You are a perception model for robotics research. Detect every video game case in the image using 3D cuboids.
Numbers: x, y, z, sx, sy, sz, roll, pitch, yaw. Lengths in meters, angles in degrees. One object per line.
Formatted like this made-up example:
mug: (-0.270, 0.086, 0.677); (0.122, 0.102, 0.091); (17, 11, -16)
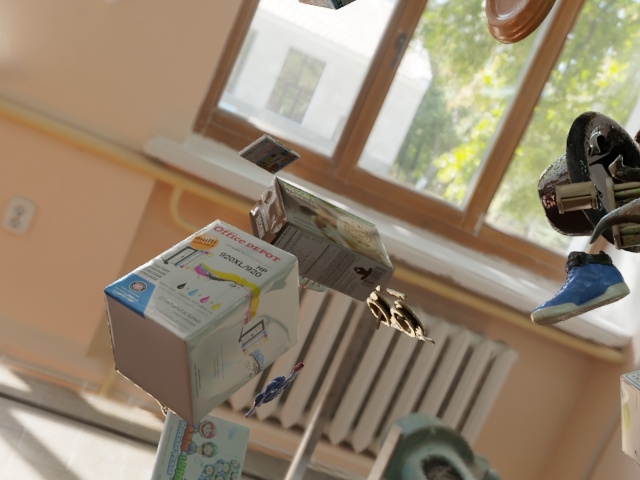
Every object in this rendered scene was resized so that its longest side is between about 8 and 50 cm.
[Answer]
video game case: (-0.190, 0.351, 1.267); (0.143, 0.157, 0.019); (24, -31, -24)
video game case: (-0.119, -0.200, 1.885); (0.122, 0.087, 0.011); (27, 42, -47)

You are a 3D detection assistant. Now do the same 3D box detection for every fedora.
fedora: (0.552, -0.102, 1.649); (0.334, 0.334, 0.152); (18, -28, -40)

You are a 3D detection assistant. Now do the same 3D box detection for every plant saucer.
plant saucer: (0.363, -0.460, 1.470); (0.037, 0.200, 0.200); (16, 10, -24)

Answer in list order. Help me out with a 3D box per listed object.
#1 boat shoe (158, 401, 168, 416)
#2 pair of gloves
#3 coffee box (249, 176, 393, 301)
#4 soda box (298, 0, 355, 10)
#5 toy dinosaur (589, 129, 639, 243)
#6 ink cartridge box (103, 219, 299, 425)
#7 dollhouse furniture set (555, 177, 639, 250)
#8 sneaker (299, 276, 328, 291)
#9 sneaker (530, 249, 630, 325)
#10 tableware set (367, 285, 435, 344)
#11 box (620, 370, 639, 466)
boat shoe: (-0.296, 0.266, 1.849); (0.116, 0.123, 0.324); (54, 22, -13)
pair of gloves: (-0.124, 0.390, 2.103); (0.023, 0.159, 0.198); (45, 24, 13)
coffee box: (0.000, 0.000, 1.511); (0.246, 0.098, 0.141); (25, 28, -29)
soda box: (0.008, -0.456, 1.440); (0.183, 0.063, 0.058); (39, -24, 60)
toy dinosaur: (0.479, -0.095, 1.030); (0.160, 0.313, 0.121); (45, 6, 16)
ink cartridge box: (-0.167, 0.111, 1.189); (0.171, 0.168, 0.232); (26, 42, 30)
dollhouse furniture set: (0.461, -0.017, 1.214); (0.181, 0.101, 0.161); (-8, -24, 20)
sneaker: (-0.068, 0.074, 2.161); (0.214, 0.084, 0.083); (31, -21, 12)
sneaker: (0.356, 0.062, 1.146); (0.058, 0.152, 0.085); (94, -23, -67)
tableware set: (0.146, 0.157, 1.652); (0.128, 0.039, 0.194); (57, -16, -18)
box: (0.703, 0.304, 1.482); (0.289, 0.169, 0.087); (-13, 19, -9)
